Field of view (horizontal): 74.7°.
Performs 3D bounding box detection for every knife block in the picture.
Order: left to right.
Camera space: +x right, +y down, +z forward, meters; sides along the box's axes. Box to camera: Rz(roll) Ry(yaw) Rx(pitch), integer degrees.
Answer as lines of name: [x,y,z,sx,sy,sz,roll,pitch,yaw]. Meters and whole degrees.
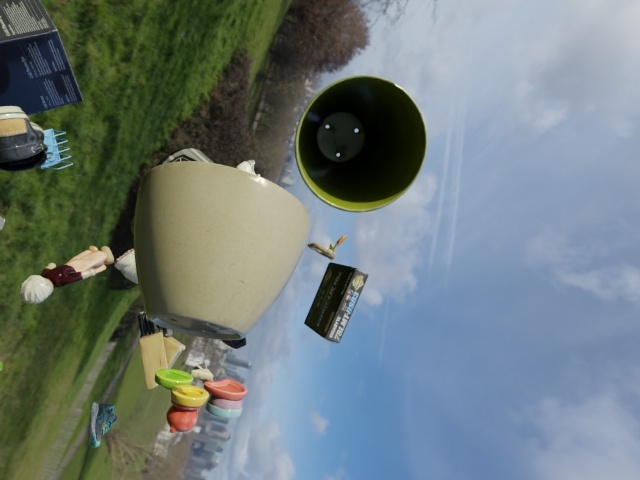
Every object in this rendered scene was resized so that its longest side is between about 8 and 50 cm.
knife block: [-0.705,0.436,1.742,0.276,0.242,0.088,-57,179,-11]

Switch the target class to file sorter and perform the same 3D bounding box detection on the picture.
file sorter: [-1.306,-0.444,2.052,0.118,0.104,0.170,-56,153,-59]

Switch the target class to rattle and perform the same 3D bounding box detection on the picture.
rattle: [0.000,0.000,2.004,0.130,0.199,0.143,15,99,-61]

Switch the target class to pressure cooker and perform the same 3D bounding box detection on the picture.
pressure cooker: [-0.663,-0.267,2.312,0.375,0.420,0.370,-25,151,-52]

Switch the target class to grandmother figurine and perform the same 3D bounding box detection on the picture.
grandmother figurine: [-0.895,0.118,1.487,0.342,0.208,0.104,-52,132,-63]

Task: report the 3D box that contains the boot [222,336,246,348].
boot: [-0.277,0.212,1.251,0.137,0.077,0.198,-98,162,-65]

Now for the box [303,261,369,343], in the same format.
box: [0.055,0.242,1.703,0.295,0.073,0.293,-66,-164,-6]

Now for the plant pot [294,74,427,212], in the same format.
plant pot: [0.067,-0.232,0.989,0.293,0.274,0.275,-112,-139,-72]

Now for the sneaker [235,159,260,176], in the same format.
sneaker: [-0.221,-0.158,1.444,0.095,0.235,0.090,-38,-148,-26]

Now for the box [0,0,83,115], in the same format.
box: [-1.063,-0.619,1.460,0.312,0.179,0.343,-29,167,-25]

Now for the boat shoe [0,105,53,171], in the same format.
boat shoe: [-0.951,-0.290,1.302,0.500,0.187,0.156,8,-64,59]

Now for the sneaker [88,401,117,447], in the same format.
sneaker: [-0.651,0.545,1.257,0.166,0.076,0.065,44,-57,57]

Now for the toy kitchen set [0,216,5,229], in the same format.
toy kitchen set: [-1.173,0.000,1.367,0.122,0.166,0.207,59,9,-49]

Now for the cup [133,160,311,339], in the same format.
cup: [-0.195,0.048,0.773,0.331,0.331,0.237,124,-23,-64]

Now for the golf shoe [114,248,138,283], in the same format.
golf shoe: [-0.653,0.053,1.659,0.306,0.140,0.115,-33,-171,5]

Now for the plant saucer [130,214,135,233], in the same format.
plant saucer: [-0.710,-0.111,1.919,0.310,0.050,0.310,-40,166,-12]

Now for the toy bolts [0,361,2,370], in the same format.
toy bolts: [-1.030,0.300,1.173,0.218,0.158,0.228,-8,-82,60]

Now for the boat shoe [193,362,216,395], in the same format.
boat shoe: [-0.532,0.682,2.047,0.075,0.206,0.065,-54,162,24]

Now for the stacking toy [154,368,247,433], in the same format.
stacking toy: [-0.439,0.560,1.478,0.279,0.309,0.130,10,-96,40]
